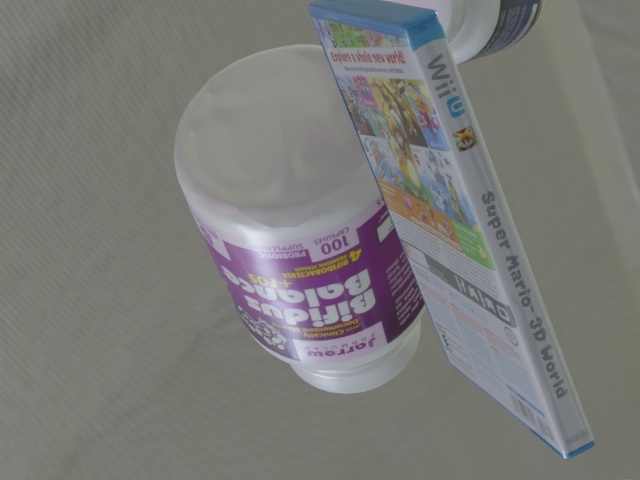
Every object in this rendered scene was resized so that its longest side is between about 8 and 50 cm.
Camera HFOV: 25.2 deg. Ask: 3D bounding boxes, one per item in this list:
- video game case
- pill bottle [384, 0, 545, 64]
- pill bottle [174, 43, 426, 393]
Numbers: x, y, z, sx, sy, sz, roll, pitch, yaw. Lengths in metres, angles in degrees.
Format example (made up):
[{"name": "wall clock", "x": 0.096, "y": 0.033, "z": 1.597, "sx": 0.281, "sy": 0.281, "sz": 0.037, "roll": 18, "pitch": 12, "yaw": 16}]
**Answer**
[{"name": "video game case", "x": 0.046, "y": -0.010, "z": 0.534, "sx": 0.015, "sy": 0.119, "sz": 0.166, "roll": -26, "pitch": -72, "yaw": -9}, {"name": "pill bottle", "x": 0.092, "y": -0.171, "z": 1.009, "sx": 0.169, "sy": 0.094, "sz": 0.094, "roll": -28, "pitch": -42, "yaw": -61}, {"name": "pill bottle", "x": 0.000, "y": 0.000, "z": 1.138, "sx": 0.169, "sy": 0.169, "sz": 0.301, "roll": -40, "pitch": -33, "yaw": -14}]
